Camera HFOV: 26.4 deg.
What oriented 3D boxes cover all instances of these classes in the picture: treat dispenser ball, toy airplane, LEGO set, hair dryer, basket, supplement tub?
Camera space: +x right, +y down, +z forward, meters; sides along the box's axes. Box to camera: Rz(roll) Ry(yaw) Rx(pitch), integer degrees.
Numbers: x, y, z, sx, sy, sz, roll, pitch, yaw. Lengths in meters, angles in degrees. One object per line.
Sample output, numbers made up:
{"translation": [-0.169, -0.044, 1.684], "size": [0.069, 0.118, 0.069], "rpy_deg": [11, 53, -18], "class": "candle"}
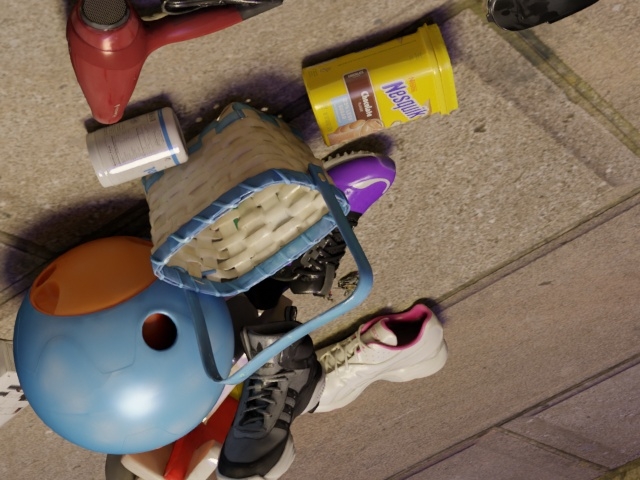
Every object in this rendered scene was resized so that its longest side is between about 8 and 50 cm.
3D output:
{"translation": [-0.258, 0.136, 1.789], "size": [0.288, 0.288, 0.288], "rpy_deg": [-14, 151, -8], "class": "treat dispenser ball"}
{"translation": [-0.198, 0.252, 2.044], "size": [0.386, 0.272, 0.384], "rpy_deg": [-44, 173, -16], "class": "toy airplane"}
{"translation": [0.036, 0.070, 2.123], "size": [0.083, 0.023, 0.054], "rpy_deg": [-13, 152, 19], "class": "LEGO set"}
{"translation": [-0.161, -0.216, 1.444], "size": [0.293, 0.080, 0.224], "rpy_deg": [-36, 147, 31], "class": "hair dryer"}
{"translation": [-0.076, -0.002, 1.646], "size": [0.255, 0.289, 0.201], "rpy_deg": [-33, 148, 26], "class": "basket"}
{"translation": [-0.215, -0.110, 1.608], "size": [0.107, 0.071, 0.071], "rpy_deg": [-19, 151, 2], "class": "supplement tub"}

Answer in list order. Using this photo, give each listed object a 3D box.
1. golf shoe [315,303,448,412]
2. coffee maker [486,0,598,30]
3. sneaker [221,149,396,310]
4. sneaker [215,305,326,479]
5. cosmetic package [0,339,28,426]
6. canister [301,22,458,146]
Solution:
{"translation": [0.063, 0.188, 2.269], "size": [0.306, 0.115, 0.140], "rpy_deg": [-20, 141, -9], "class": "golf shoe"}
{"translation": [0.220, -0.323, 1.367], "size": [0.120, 0.178, 0.171], "rpy_deg": [14, 138, -46], "class": "coffee maker"}
{"translation": [0.000, 0.000, 1.843], "size": [0.293, 0.146, 0.102], "rpy_deg": [-35, 147, 29], "class": "sneaker"}
{"translation": [-0.077, 0.200, 1.795], "size": [0.101, 0.268, 0.153], "rpy_deg": [3, 124, 22], "class": "sneaker"}
{"translation": [-0.504, 0.237, 2.064], "size": [0.099, 0.060, 0.239], "rpy_deg": [15, 138, -43], "class": "cosmetic package"}
{"translation": [0.072, -0.184, 1.640], "size": [0.170, 0.073, 0.126], "rpy_deg": [-17, 151, 2], "class": "canister"}
